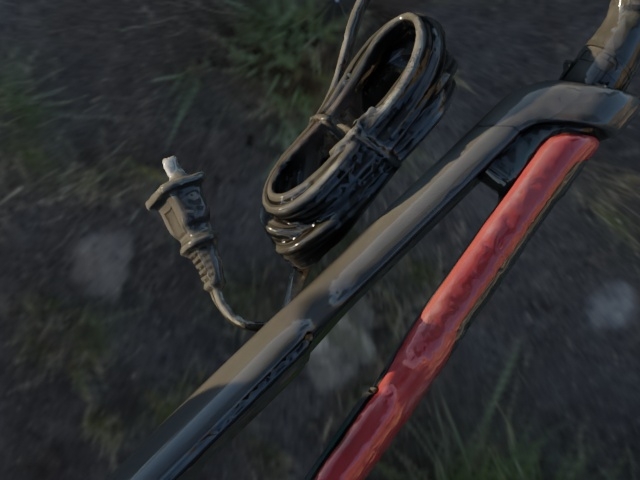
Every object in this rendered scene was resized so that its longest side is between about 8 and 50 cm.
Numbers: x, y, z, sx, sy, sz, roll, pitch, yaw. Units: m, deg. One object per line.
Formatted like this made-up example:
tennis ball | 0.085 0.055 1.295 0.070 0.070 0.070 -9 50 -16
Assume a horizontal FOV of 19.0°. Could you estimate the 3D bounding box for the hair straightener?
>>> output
hair straightener | 0.000 0.000 0.462 0.089 0.047 0.230 36 84 5
